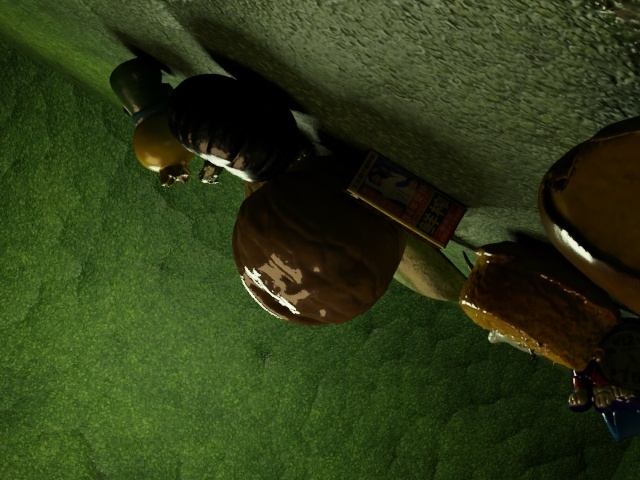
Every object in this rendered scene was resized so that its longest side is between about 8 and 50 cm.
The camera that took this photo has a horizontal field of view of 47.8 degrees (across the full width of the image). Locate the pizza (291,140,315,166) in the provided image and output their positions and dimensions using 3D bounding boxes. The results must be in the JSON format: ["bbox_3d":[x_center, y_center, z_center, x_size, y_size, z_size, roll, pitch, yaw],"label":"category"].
[{"bbox_3d":[-0.110,-0.173,1.267,0.280,0.075,0.288,30,178,-5],"label":"pizza"}]

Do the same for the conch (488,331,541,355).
[{"bbox_3d":[0.313,0.122,1.150,0.114,0.234,0.137,-5,132,6],"label":"conch"}]

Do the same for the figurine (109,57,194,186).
[{"bbox_3d":[-0.302,-0.212,1.346,0.234,0.127,0.185,58,171,-4],"label":"figurine"}]

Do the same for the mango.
[{"bbox_3d":[0.226,-0.002,0.408,0.167,0.130,0.262,26,-174,-34],"label":"mango"}]

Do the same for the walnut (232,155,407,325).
[{"bbox_3d":[0.000,0.000,1.173,0.285,0.285,0.296,31,-176,-11],"label":"walnut"}]

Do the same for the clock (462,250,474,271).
[{"bbox_3d":[0.358,0.095,1.326,0.232,0.069,0.170,30,178,27],"label":"clock"}]

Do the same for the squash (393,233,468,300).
[{"bbox_3d":[0.176,0.040,1.433,0.252,0.093,0.169,43,173,-11],"label":"squash"}]

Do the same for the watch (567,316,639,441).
[{"bbox_3d":[0.475,0.212,1.143,0.171,0.196,0.200,-11,144,18],"label":"watch"}]

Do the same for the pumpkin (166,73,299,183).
[{"bbox_3d":[-0.122,-0.161,1.026,0.194,0.150,0.194,10,166,3],"label":"pumpkin"}]

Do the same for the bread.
[{"bbox_3d":[0.290,0.082,1.017,0.139,0.143,0.229,32,175,-41],"label":"bread"}]

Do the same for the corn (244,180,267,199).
[{"bbox_3d":[-0.113,-0.135,1.459,0.087,0.087,0.211,32,-149,-35],"label":"corn"}]

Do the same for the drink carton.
[{"bbox_3d":[0.120,-0.058,1.037,0.166,0.071,0.056,32,174,-5],"label":"drink carton"}]
